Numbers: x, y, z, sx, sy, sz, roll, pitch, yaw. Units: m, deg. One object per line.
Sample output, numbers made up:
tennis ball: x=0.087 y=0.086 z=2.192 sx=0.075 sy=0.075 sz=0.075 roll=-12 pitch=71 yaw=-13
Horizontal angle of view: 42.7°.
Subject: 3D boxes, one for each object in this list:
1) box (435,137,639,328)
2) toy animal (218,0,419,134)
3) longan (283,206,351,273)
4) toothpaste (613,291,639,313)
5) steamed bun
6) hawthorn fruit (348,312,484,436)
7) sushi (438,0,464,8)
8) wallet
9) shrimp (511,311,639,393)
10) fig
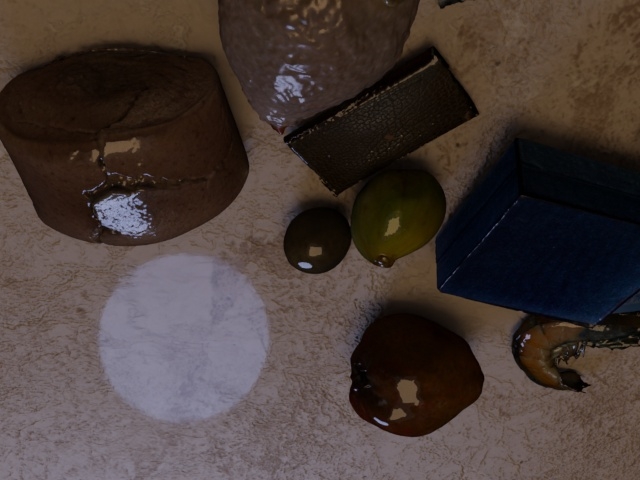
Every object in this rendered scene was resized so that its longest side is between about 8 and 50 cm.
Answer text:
box: x=0.348 y=0.000 z=1.199 sx=0.279 sy=0.116 sz=0.261 roll=15 pitch=142 yaw=-13
toy animal: x=-0.001 y=-0.275 z=0.931 sx=0.227 sy=0.188 sz=0.358 roll=10 pitch=131 yaw=-3
longan: x=0.000 y=0.000 z=1.237 sx=0.106 sy=0.106 sz=0.119 roll=-38 pitch=161 yaw=27
toothpaste: x=0.591 y=0.065 z=1.322 sx=0.272 sy=0.066 sz=0.053 roll=-6 pitch=130 yaw=4
steamed bun: x=-0.253 y=-0.102 z=1.065 sx=0.301 sy=0.199 sz=0.251 roll=-5 pitch=131 yaw=2
hawthorn fruit: x=0.173 y=0.227 z=1.384 sx=0.248 sy=0.208 sz=0.208 roll=3 pitch=133 yaw=-26
sushi: x=0.264 y=-0.425 z=0.885 sx=0.339 sy=0.068 sz=0.320 roll=-14 pitch=130 yaw=10
wallet: x=0.083 y=-0.161 z=1.132 sx=0.243 sy=0.039 sz=0.133 roll=-30 pitch=132 yaw=22
shrimp: x=0.485 y=0.195 z=1.439 sx=0.290 sy=0.054 sz=0.222 roll=-8 pitch=130 yaw=10
fig: x=0.110 y=-0.039 z=1.185 sx=0.136 sy=0.120 sz=0.153 roll=22 pitch=115 yaw=-43
